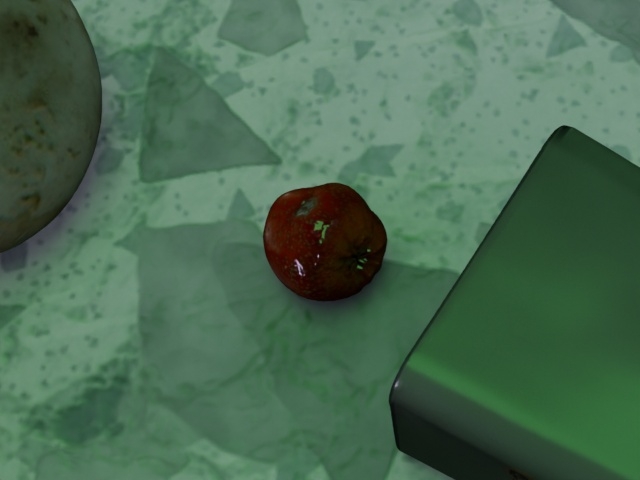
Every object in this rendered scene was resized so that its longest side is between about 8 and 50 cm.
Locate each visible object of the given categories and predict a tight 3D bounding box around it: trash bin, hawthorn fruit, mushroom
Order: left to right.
[{"bbox_3d":[-0.292,-0.102,1.242,0.244,0.243,0.243,-3,66,6],"label":"mushroom"},{"bbox_3d":[0.000,0.000,1.216,0.093,0.093,0.093,-3,66,6],"label":"hawthorn fruit"},{"bbox_3d":[0.244,0.111,1.090,0.343,0.158,0.223,29,73,17],"label":"trash bin"}]
